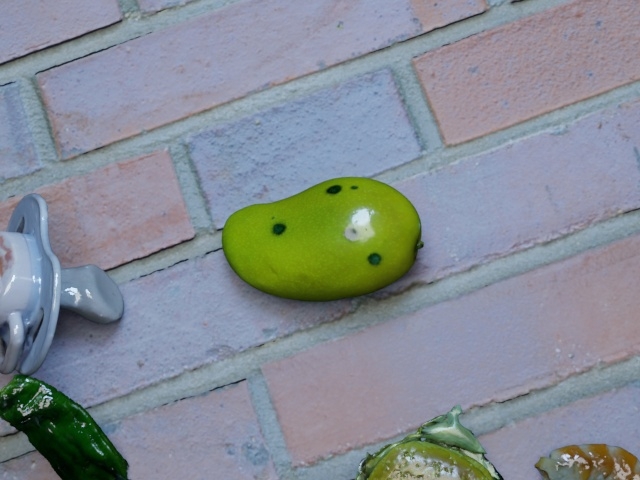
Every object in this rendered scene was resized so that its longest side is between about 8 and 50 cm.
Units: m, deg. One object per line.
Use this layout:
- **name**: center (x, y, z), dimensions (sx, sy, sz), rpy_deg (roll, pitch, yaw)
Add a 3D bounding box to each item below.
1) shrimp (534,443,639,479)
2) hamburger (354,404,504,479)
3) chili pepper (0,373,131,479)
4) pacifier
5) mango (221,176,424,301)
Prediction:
- **shrimp**: center (0.370, 0.357, 1.779), dimensions (0.161, 0.049, 0.166), rpy_deg (-1, 82, 4)
- **hamburger**: center (0.152, 0.337, 1.757), dimensions (0.214, 0.125, 0.235), rpy_deg (29, 93, 3)
- **chili pepper**: center (-0.354, 0.274, 1.825), dimensions (0.098, 0.061, 0.224), rpy_deg (-39, 107, 8)
- **pacifier**: center (-0.380, 0.074, 1.885), dimensions (0.207, 0.227, 0.279), rpy_deg (5, 42, -28)
- **mango**: center (0.000, 0.000, 1.868), dimensions (0.293, 0.143, 0.175), rpy_deg (-5, 72, 14)
